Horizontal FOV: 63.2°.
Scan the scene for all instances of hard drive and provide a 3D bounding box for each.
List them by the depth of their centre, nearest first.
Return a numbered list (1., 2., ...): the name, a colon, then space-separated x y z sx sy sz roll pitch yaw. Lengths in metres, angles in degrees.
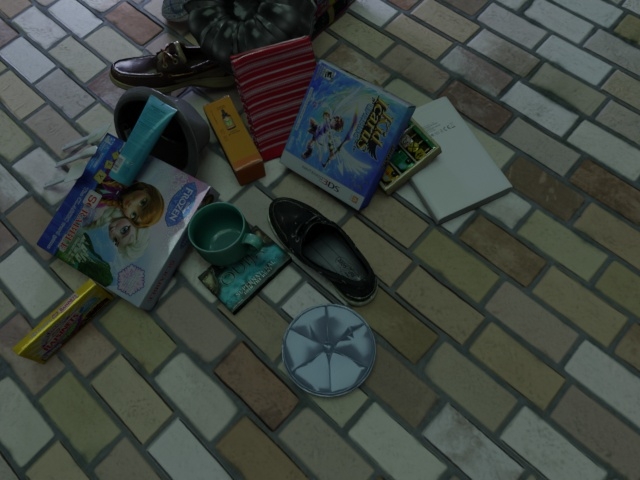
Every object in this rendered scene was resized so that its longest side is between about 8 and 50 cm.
1. hard drive: 0.302 -0.206 1.295 0.203 0.040 0.307 -24 66 -7

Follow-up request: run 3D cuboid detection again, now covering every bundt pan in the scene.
1. bundt pan: -0.179 -0.563 1.243 0.331 0.124 0.330 1 98 10

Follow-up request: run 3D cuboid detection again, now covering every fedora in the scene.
1. fedora: -0.375 -0.272 1.297 0.275 0.243 0.124 17 38 22

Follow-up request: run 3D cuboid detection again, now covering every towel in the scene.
1. towel: -0.090 -0.338 1.271 0.199 0.274 0.031 -17 38 -3

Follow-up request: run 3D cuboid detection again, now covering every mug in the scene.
1. mug: -0.214 0.001 1.171 0.129 0.097 0.157 -34 62 -11

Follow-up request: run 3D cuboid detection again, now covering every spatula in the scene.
1. spatula: -0.616 -0.202 1.293 0.242 0.019 0.168 -6 61 39

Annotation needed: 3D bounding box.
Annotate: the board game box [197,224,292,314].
1. board game box: -0.175 0.066 1.208 0.126 0.026 0.186 41 74 19

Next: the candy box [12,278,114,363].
1. candy box: -0.555 0.178 1.137 0.027 0.105 0.206 38 73 19

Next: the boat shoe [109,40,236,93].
1. boat shoe: -0.379 -0.472 1.371 0.342 0.123 0.123 -6 56 -17

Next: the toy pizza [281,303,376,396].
1. toy pizza: 0.018 0.234 1.115 0.201 0.032 0.201 -1 64 3

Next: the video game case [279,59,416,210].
1. video game case: 0.055 -0.246 1.226 0.244 0.269 0.061 32 27 16

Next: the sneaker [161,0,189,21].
1. sneaker: -0.337 -0.684 1.522 0.297 0.129 0.111 4 88 26

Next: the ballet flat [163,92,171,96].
1. ballet flat: -0.442 -0.364 1.418 0.052 0.057 0.168 33 73 -12

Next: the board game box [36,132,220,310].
1. board game box: -0.451 -0.050 1.222 0.318 0.066 0.318 26 83 15

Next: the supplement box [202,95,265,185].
1. supplement box: -0.221 -0.258 1.333 0.078 0.080 0.233 -24 68 -8

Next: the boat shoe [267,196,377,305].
1. boat shoe: -0.003 0.003 1.178 0.127 0.113 0.340 -35 68 -12

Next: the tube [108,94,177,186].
1. tube: -0.406 -0.223 1.176 0.080 0.052 0.207 31 93 10

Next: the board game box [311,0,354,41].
1. board game box: -0.022 -0.687 1.439 0.097 0.224 0.303 38 73 16

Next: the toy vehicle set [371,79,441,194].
1. toy vehicle set: 0.152 -0.261 1.297 0.166 0.035 0.267 -40 64 7
